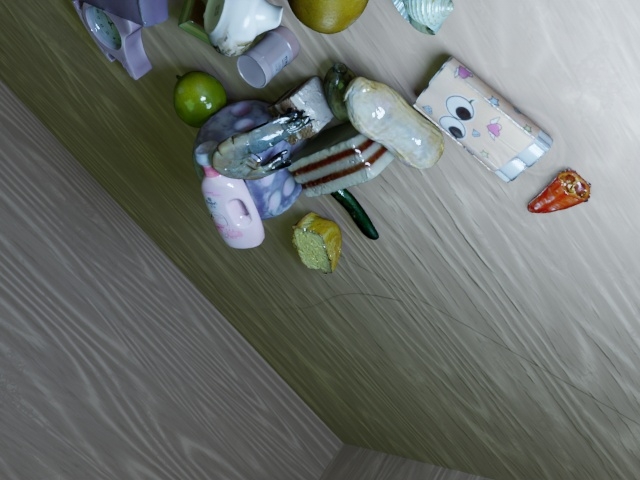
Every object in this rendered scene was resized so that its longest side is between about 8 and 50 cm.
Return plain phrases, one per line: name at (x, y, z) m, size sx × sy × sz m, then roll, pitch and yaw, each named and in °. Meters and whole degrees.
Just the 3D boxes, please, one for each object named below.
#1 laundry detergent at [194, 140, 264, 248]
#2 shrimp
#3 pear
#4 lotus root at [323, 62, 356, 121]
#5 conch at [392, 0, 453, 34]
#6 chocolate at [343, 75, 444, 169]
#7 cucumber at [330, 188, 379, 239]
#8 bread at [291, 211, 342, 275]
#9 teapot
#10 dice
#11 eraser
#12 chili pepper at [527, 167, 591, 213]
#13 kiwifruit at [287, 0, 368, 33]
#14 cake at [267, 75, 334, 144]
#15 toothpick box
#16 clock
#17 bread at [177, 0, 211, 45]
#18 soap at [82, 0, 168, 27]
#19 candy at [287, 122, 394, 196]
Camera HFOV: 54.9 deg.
laundry detergent at (-0.265, -0.125, 1.751) m, size 0.158 × 0.088 × 0.335 m, roll 3°, pitch 133°, yaw 22°
shrimp at (-0.140, -0.233, 1.625) m, size 0.075 × 0.289 × 0.178 m, roll 59°, pitch 175°, yaw 36°
pear at (-0.391, -0.461, 1.940) m, size 0.216 × 0.166 × 0.180 m, roll 57°, pitch 168°, yaw 17°
lotus root at (0.055, -0.382, 1.588) m, size 0.089 × 0.081 × 0.179 m, roll 5°, pitch 145°, yaw 14°
conch at (0.212, -0.485, 1.247) m, size 0.153 × 0.102 × 0.135 m, roll 60°, pitch 180°, yaw 40°
chocolate at (0.177, -0.274, 1.482) m, size 0.309 × 0.134 × 0.134 m, roll 35°, pitch 156°, yaw -29°
cucumber at (0.103, -0.099, 1.950) m, size 0.284 × 0.056 × 0.056 m, roll 48°, pitch 150°, yaw -23°
bread at (0.000, 0.000, 2.117) m, size 0.143 × 0.140 × 0.229 m, roll 20°, pitch 146°, yaw 28°
teapot at (-0.211, -0.568, 1.562) m, size 0.139 × 0.205 × 0.298 m, roll 6°, pitch -170°, yaw -32°
dice at (-0.206, -0.244, 1.885) m, size 0.271 × 0.270 × 0.270 m, roll 23°, pitch 146°, yaw 28°
eraser at (0.362, -0.269, 1.380) m, size 0.290 × 0.087 × 0.171 m, roll 40°, pitch 156°, yaw 1°
chili pepper at (0.539, -0.099, 1.440) m, size 0.088 × 0.065 × 0.169 m, roll 42°, pitch 154°, yaw -2°
kiwifruit at (0.017, -0.549, 1.295) m, size 0.196 × 0.196 × 0.234 m, roll 35°, pitch 155°, yaw 9°
cake at (-0.043, -0.359, 1.691) m, size 0.147 × 0.135 × 0.135 m, roll -20°, pitch 114°, yaw 45°
toothpick box at (-0.135, -0.479, 1.605) m, size 0.098 × 0.149 × 0.098 m, roll 29°, pitch 149°, yaw 19°
clock at (-0.641, -0.667, 2.007) m, size 0.275 × 0.080 × 0.290 m, roll 13°, pitch 142°, yaw 40°
bread at (-0.326, -0.624, 1.769) m, size 0.139 × 0.084 × 0.074 m, roll 22°, pitch 165°, yaw -38°
soap at (-0.568, -0.773, 1.701) m, size 0.296 × 0.107 × 0.286 m, roll 28°, pitch 137°, yaw 21°
candy at (0.072, -0.233, 1.675) m, size 0.320 × 0.179 × 0.135 m, roll -9°, pitch 123°, yaw 53°
